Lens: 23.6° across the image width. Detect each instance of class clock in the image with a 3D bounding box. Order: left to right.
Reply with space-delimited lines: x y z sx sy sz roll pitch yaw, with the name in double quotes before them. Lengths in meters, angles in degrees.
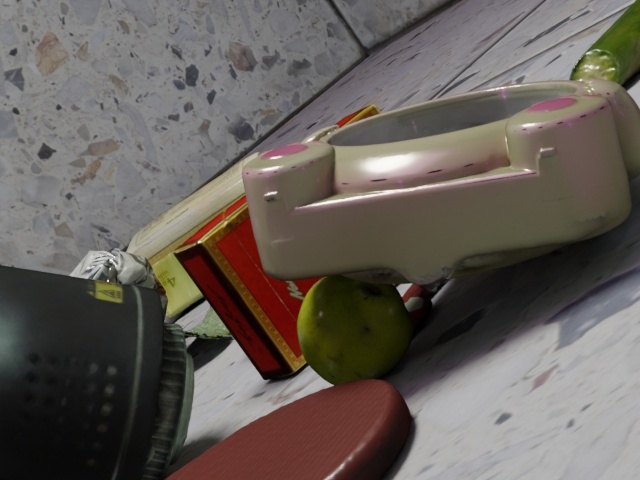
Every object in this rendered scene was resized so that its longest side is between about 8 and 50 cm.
"clock" 0.112 -0.056 1.191 0.284 0.114 0.309 -10 11 21

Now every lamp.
"lamp" -0.245 0.114 1.307 0.272 0.374 0.205 -10 7 -15

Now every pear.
"pear" 0.024 0.073 1.184 0.092 0.092 0.097 -45 -28 -50

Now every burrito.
"burrito" -0.261 0.095 1.894 0.139 0.101 0.445 -5 -17 -16

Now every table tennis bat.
"table tennis bat" -0.105 0.203 1.090 0.414 0.051 0.268 -27 11 38
"table tennis bat" 0.065 0.065 1.290 0.098 0.019 0.155 -27 15 47

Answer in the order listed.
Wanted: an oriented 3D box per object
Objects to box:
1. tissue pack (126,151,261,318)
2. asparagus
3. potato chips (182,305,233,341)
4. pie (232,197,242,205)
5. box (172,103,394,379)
"tissue pack" -0.152 -0.009 2.188 0.234 0.125 0.159 -34 9 4
"asparagus" 0.350 -0.231 1.654 0.067 0.060 0.277 -13 23 43
"potato chips" -0.143 0.093 1.804 0.167 0.059 0.228 -25 6 32
"pie" -0.023 -0.016 1.822 0.179 0.084 0.205 -6 18 20
"box" 0.000 0.000 1.441 0.240 0.153 0.074 -40 14 -28
